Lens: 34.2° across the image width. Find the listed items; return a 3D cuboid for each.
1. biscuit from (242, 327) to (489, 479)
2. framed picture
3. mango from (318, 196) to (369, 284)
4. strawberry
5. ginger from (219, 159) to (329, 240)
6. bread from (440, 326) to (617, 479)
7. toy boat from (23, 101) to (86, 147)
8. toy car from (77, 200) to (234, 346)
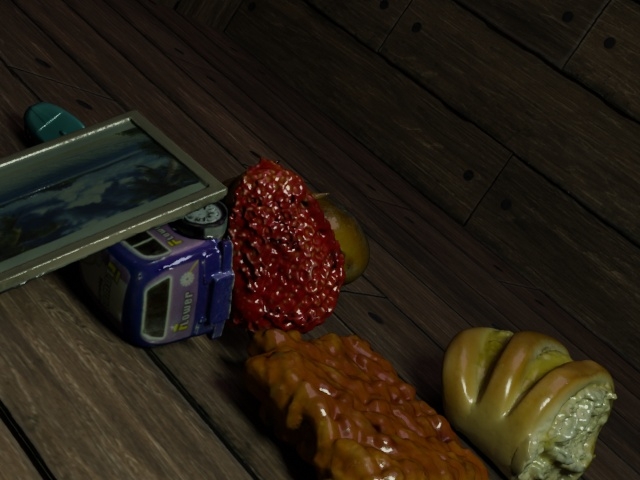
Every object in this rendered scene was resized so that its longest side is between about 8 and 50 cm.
[{"bbox_3d":[0.052,0.237,1.311,0.318,0.110,0.312,14,26,-52],"label":"biscuit"},{"bbox_3d":[-0.303,-0.055,1.256,0.315,0.024,0.232,-25,45,-29],"label":"framed picture"},{"bbox_3d":[0.000,0.000,1.918,0.193,0.146,0.316,43,-1,-3],"label":"mango"},{"bbox_3d":[-0.039,0.032,1.367,0.106,0.286,0.188,22,49,30],"label":"strawberry"},{"bbox_3d":[-0.093,-0.025,1.613,0.418,0.254,0.176,-29,100,-78],"label":"ginger"},{"bbox_3d":[0.342,0.249,1.704,0.316,0.211,0.270,20,18,-51],"label":"bread"},{"bbox_3d":[-0.421,-0.160,1.671,0.175,0.091,0.110,38,-19,29],"label":"toy boat"},{"bbox_3d":[-0.220,0.019,1.307,0.158,0.172,0.235,-18,44,-36],"label":"toy car"}]
